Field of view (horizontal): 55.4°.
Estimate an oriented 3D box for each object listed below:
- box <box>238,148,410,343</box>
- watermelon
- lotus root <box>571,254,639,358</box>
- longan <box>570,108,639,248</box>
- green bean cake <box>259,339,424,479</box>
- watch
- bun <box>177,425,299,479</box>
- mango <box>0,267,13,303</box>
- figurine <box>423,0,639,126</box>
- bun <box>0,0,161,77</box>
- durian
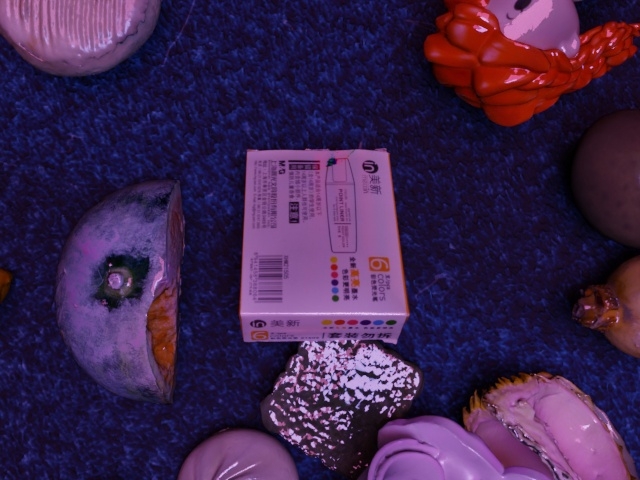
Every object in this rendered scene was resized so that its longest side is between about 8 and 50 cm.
[{"bbox_3d":[0.000,0.000,0.843,0.220,0.091,0.274,2,58,-3],"label":"box"},{"bbox_3d":[-0.285,0.070,0.825,0.187,0.175,0.322,-2,83,-4],"label":"watermelon"},{"bbox_3d":[0.521,0.092,0.879,0.342,0.151,0.170,-4,96,-2],"label":"lotus root"},{"bbox_3d":[0.465,-0.086,0.877,0.220,0.196,0.197,15,83,-8],"label":"longan"},{"bbox_3d":[0.028,0.217,0.866,0.183,0.094,0.185,31,83,0],"label":"green bean cake"},{"bbox_3d":[0.141,0.351,0.718,0.248,0.217,0.211,36,124,10],"label":"watch"},{"bbox_3d":[-0.113,0.347,0.833,0.172,0.120,0.173,0,86,-2],"label":"bun"},{"bbox_3d":[-0.506,0.098,0.847,0.084,0.105,0.159,36,78,-17],"label":"mango"},{"bbox_3d":[0.332,-0.363,0.831,0.306,0.412,0.241,-14,50,-44],"label":"figurine"},{"bbox_3d":[-0.355,-0.352,0.886,0.238,0.141,0.239,0,90,-4],"label":"bun"},{"bbox_3d":[0.345,0.294,0.853,0.305,0.186,0.195,45,57,9],"label":"durian"}]
